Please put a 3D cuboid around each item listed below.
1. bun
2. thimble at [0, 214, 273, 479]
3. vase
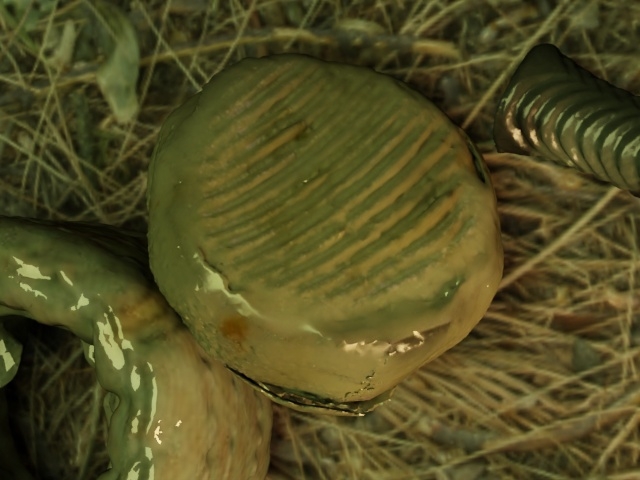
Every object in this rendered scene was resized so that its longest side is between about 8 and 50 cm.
[{"bbox_3d":[0.000,0.000,1.250,0.239,0.141,0.239,5,65,-10],"label":"bun"},{"bbox_3d":[-0.190,0.112,1.335,0.291,0.195,0.291,0,89,23],"label":"thimble"},{"bbox_3d":[0.226,-0.046,1.194,0.237,0.115,0.115,27,104,24],"label":"vase"}]
